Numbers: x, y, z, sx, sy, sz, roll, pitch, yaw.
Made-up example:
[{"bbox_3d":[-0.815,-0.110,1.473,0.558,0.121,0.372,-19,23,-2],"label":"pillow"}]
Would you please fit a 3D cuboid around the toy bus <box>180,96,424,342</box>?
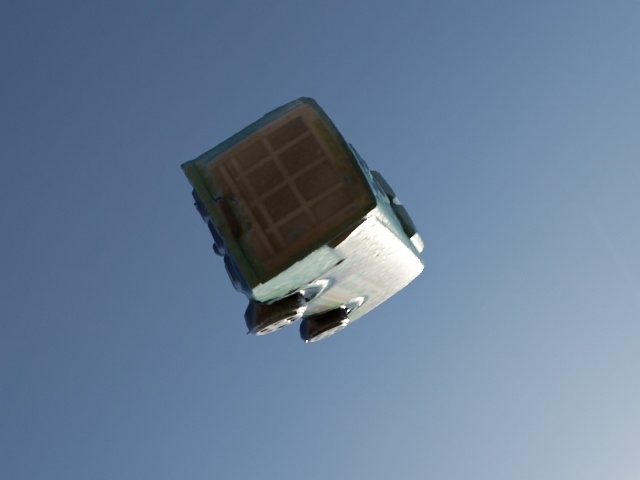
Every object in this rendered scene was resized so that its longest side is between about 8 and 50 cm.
[{"bbox_3d":[0.000,0.000,0.506,0.109,0.091,0.261,-32,-13,6],"label":"toy bus"}]
